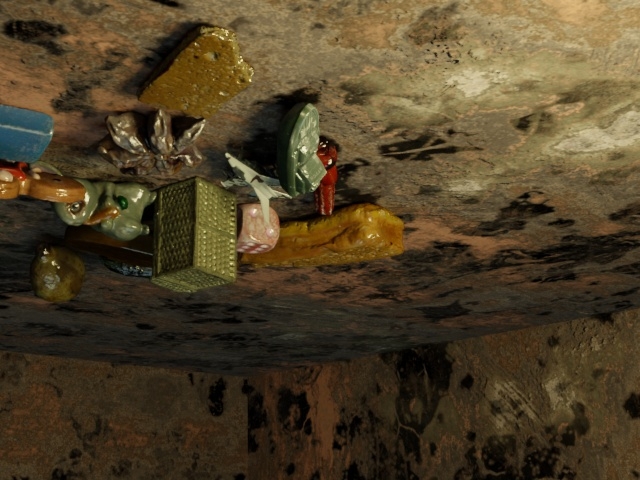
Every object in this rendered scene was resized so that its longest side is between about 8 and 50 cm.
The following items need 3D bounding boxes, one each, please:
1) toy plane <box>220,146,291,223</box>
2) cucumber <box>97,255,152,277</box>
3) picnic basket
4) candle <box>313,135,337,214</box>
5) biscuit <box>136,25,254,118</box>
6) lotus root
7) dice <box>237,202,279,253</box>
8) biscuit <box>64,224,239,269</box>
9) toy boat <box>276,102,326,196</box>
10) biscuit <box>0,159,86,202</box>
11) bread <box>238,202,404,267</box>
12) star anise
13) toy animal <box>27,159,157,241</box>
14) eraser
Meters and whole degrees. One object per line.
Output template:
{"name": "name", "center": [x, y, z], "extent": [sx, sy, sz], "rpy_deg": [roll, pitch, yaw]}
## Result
{"name": "toy plane", "center": [-0.126, -0.123, 1.566], "extent": [0.160, 0.082, 0.234], "rpy_deg": [3, 150, 20]}
{"name": "cucumber", "center": [-0.415, 0.064, 2.132], "extent": [0.300, 0.072, 0.072], "rpy_deg": [4, 162, -15]}
{"name": "picnic basket", "center": [-0.267, -0.006, 1.704], "extent": [0.154, 0.196, 0.134], "rpy_deg": [-12, 161, 31]}
{"name": "candle", "center": [0.009, -0.113, 1.627], "extent": [0.048, 0.051, 0.329], "rpy_deg": [1, 163, 1]}
{"name": "biscuit", "center": [-0.169, -0.245, 1.227], "extent": [0.131, 0.026, 0.237], "rpy_deg": [8, 160, -33]}
{"name": "lotus root", "center": [-0.646, 0.075, 2.036], "extent": [0.138, 0.138, 0.214], "rpy_deg": [-2, 155, 0]}
{"name": "dice", "center": [-0.149, -0.026, 1.825], "extent": [0.094, 0.091, 0.093], "rpy_deg": [8, 161, -31]}
{"name": "biscuit", "center": [-0.392, 0.018, 1.932], "extent": [0.394, 0.070, 0.350], "rpy_deg": [18, 169, -35]}
{"name": "toy boat", "center": [-0.029, -0.153, 1.420], "extent": [0.085, 0.078, 0.260], "rpy_deg": [35, 158, 12]}
{"name": "biscuit", "center": [-0.569, -0.117, 1.441], "extent": [0.324, 0.049, 0.205], "rpy_deg": [13, -168, -14]}
{"name": "bread", "center": [0.000, 0.000, 1.905], "extent": [0.380, 0.109, 0.185], "rpy_deg": [-11, 165, 30]}
{"name": "star anise", "center": [-0.291, -0.160, 1.412], "extent": [0.197, 0.073, 0.212], "rpy_deg": [-2, 161, -8]}
{"name": "toy animal", "center": [-0.453, -0.073, 1.616], "extent": [0.251, 0.125, 0.127], "rpy_deg": [18, 126, -33]}
{"name": "eraser", "center": [-0.599, -0.189, 1.339], "extent": [0.312, 0.042, 0.144], "rpy_deg": [8, 159, -29]}
